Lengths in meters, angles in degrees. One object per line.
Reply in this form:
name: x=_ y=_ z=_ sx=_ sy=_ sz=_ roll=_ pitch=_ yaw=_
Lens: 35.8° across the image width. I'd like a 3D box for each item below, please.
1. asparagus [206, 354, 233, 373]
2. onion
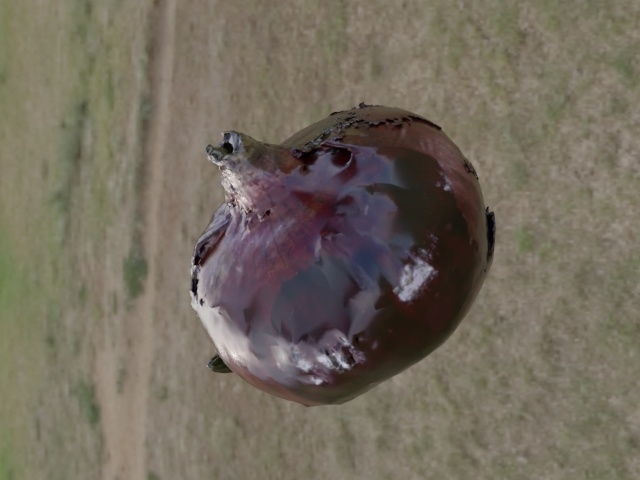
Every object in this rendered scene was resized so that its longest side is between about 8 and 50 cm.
asparagus: x=-0.006 y=0.063 z=0.867 sx=0.027 sy=0.236 sz=0.034 roll=32 pitch=137 yaw=34
onion: x=0.000 y=0.000 z=0.737 sx=0.252 sy=0.219 sz=0.252 roll=-37 pitch=32 yaw=28
